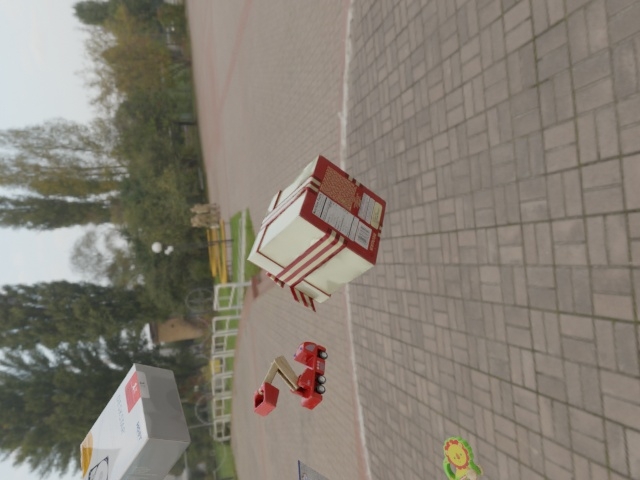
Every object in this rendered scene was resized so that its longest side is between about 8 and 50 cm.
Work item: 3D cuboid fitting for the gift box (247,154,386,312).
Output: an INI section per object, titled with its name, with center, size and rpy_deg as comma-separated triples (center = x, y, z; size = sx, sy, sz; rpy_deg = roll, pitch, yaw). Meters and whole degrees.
[gift box]
center = 0.000, 0.000, 1.266
size = 0.258, 0.276, 0.255
rpy_deg = -37, 22, 42

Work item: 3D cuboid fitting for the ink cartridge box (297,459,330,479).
[ink cartridge box]
center = 0.051, 0.803, 1.535
size = 0.065, 0.333, 0.165
rpy_deg = -53, 8, 5

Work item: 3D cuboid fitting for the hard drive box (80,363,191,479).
[hard drive box]
center = -0.357, 0.385, 0.977
size = 0.232, 0.089, 0.181
rpy_deg = -54, 39, 13

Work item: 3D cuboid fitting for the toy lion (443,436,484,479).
[toy lion]
center = 0.301, 0.482, 1.122
size = 0.096, 0.034, 0.100
rpy_deg = 55, 135, 30

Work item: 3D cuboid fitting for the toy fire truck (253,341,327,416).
[toy fire truck]
center = -0.057, 0.277, 1.047
size = 0.047, 0.135, 0.192
rpy_deg = -51, 20, 34
